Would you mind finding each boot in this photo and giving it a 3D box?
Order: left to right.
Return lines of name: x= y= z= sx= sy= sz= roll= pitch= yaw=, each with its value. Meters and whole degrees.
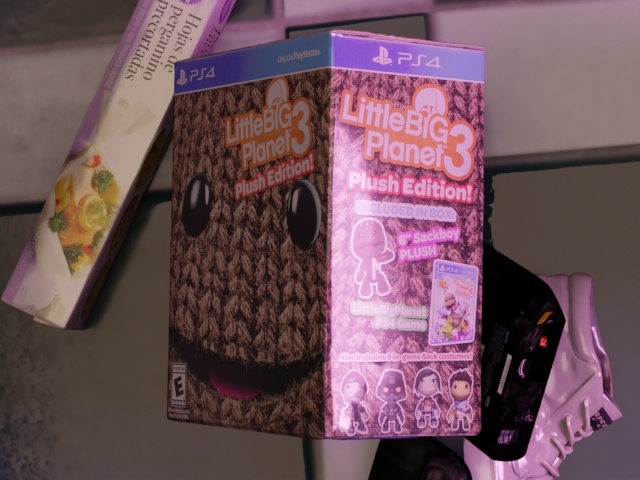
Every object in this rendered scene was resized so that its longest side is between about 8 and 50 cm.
boot: x=0.179 y=0.152 z=1.469 sx=0.123 sy=0.095 sz=0.258 roll=-6 pitch=87 yaw=11

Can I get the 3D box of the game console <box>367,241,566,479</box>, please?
game console: x=0.075 y=0.168 z=1.457 sx=0.044 sy=0.213 sz=0.361 roll=6 pitch=108 yaw=-32

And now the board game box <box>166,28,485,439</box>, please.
board game box: x=0.000 y=0.000 z=1.413 sx=0.141 sy=0.232 sz=0.291 roll=3 pitch=87 yaw=-34

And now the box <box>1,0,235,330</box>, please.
box: x=-0.165 y=-0.081 z=1.534 sx=0.063 sy=0.067 sz=0.324 roll=25 pitch=90 yaw=6
